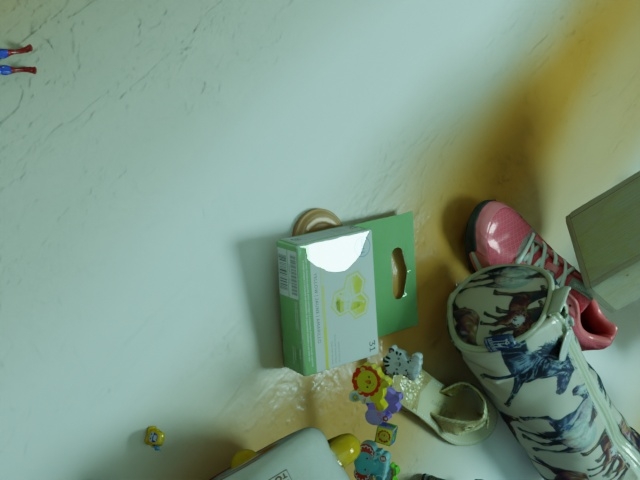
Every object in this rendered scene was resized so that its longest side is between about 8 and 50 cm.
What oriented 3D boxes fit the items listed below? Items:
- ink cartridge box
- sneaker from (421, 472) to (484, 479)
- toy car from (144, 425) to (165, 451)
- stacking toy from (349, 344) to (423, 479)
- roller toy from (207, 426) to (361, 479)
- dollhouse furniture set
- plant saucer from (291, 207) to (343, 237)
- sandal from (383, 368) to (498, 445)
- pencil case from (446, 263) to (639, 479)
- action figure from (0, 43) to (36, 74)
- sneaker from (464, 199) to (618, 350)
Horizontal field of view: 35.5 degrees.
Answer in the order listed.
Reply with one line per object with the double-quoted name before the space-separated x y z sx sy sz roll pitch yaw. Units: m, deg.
"ink cartridge box" 0.054 0.063 1.301 0.235 0.056 0.171 -12 105 -34
"sneaker" 0.140 0.402 1.360 0.268 0.101 0.153 -2 92 -42
"toy car" -0.223 0.256 1.118 0.060 0.040 0.122 38 70 -31
"stacking toy" 0.069 0.249 1.274 0.167 0.052 0.221 -14 116 -69
"roller toy" -0.056 0.304 1.138 0.146 0.209 0.191 61 24 5
"dollhouse furniture set" 0.593 0.052 1.487 0.394 0.256 0.362 37 33 -31
"plant saucer" 0.000 0.000 1.295 0.083 0.013 0.083 -2 93 -36
"sandal" 0.194 0.237 1.404 0.240 0.079 0.088 30 74 -34
"pencil case" 0.340 0.223 1.439 0.160 0.183 0.410 -50 122 -25
"action figure" -0.350 -0.181 1.022 0.115 0.030 0.038 -14 105 -34
"sneaker" 0.336 0.051 1.470 0.314 0.136 0.116 48 63 -27
